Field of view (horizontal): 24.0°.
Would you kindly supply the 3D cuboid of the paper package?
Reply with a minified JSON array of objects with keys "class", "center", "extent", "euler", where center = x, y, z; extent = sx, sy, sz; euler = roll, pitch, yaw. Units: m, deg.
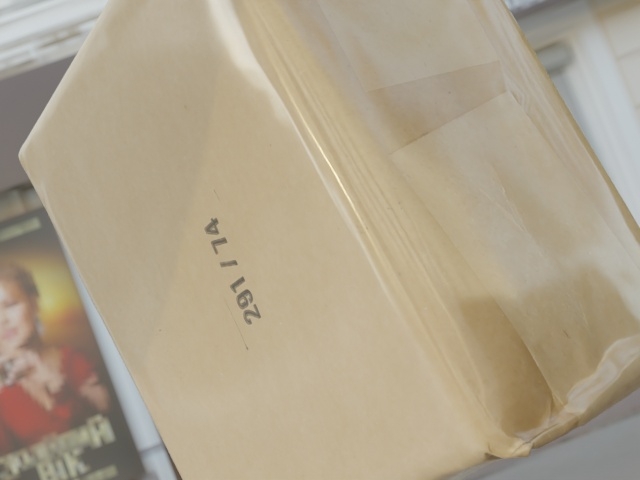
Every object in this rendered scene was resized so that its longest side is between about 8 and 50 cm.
[{"class":"paper package","center":[0.000,0.000,0.863],"extent":[0.168,0.325,0.309],"euler":[-21,-13,-36]}]
